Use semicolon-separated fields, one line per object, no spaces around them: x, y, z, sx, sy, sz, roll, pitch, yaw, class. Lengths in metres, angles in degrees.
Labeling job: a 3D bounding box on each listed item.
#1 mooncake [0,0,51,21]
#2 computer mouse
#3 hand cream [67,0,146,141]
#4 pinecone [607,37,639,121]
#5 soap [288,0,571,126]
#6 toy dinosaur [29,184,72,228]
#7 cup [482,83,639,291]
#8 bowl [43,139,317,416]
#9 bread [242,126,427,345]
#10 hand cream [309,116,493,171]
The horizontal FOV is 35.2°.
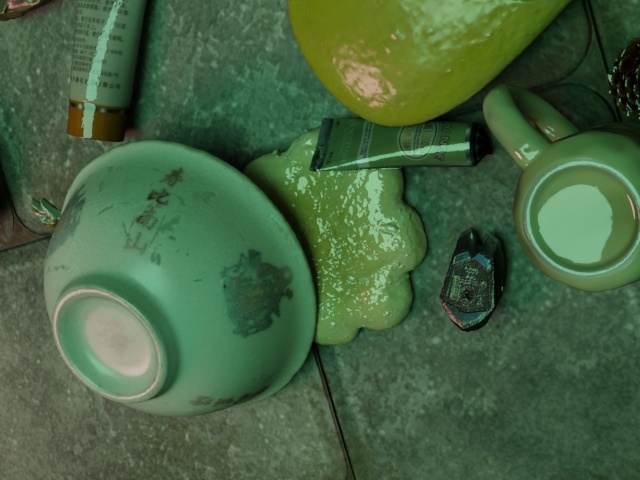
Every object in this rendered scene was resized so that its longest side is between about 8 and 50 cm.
-0.463;-0.407;1.544;0.130;0.073;0.125;-7;101;32;mooncake
0.201;0.051;1.299;0.079;0.047;0.135;10;95;33;computer mouse
-0.320;-0.305;1.483;0.140;0.089;0.314;17;105;24;hand cream
0.370;-0.173;1.119;0.102;0.109;0.102;4;119;8;pinecone
0.137;-0.332;1.207;0.427;0.115;0.306;-42;84;29;soap
-0.256;0.009;1.518;0.393;0.092;0.205;39;121;1;toy dinosaur
0.302;-0.080;1.122;0.173;0.202;0.255;-22;90;31;cup
-0.238;0.098;1.387;0.435;0.196;0.434;12;121;21;bowl
0.000;0.000;1.396;0.316;0.054;0.315;7;105;26;bread
0.102;-0.123;1.292;0.235;0.055;0.086;3;60;21;hand cream
